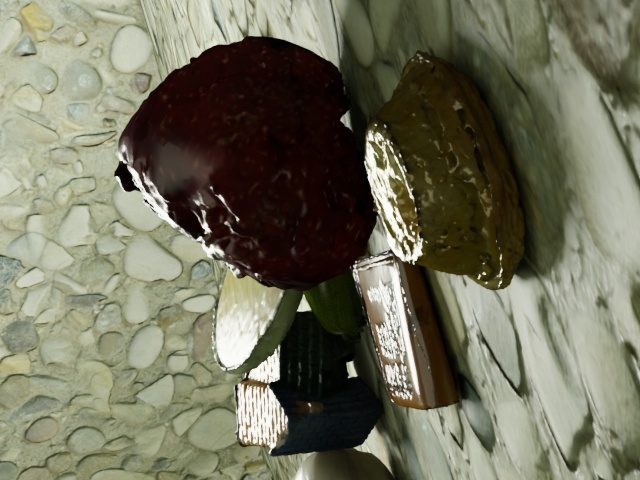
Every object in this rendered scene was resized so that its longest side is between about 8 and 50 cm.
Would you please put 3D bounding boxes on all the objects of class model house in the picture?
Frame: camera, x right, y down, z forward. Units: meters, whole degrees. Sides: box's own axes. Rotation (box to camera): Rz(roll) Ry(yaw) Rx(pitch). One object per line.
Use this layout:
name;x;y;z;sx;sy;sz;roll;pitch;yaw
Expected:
model house;-0.007;0.179;1.702;0.172;0.166;0.183;172;95;-66

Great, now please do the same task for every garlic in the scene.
garlic;0.028;0.401;1.762;0.281;0.184;0.203;82;167;-51

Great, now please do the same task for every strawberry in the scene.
strawberry;-0.052;-0.077;1.274;0.274;0.220;0.274;33;179;1

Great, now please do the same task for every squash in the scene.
squash;0.001;0.000;1.496;0.080;0.071;0.318;-123;17;-60

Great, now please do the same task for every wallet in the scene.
wallet;0.080;0.090;1.295;0.195;0.042;0.161;151;101;-81

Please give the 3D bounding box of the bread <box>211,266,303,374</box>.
bread;-0.067;0.046;1.677;0.267;0.040;0.267;-52;27;39

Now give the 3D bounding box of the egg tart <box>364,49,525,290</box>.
egg tart;0.081;-0.044;0.946;0.191;0.074;0.191;163;90;-79
